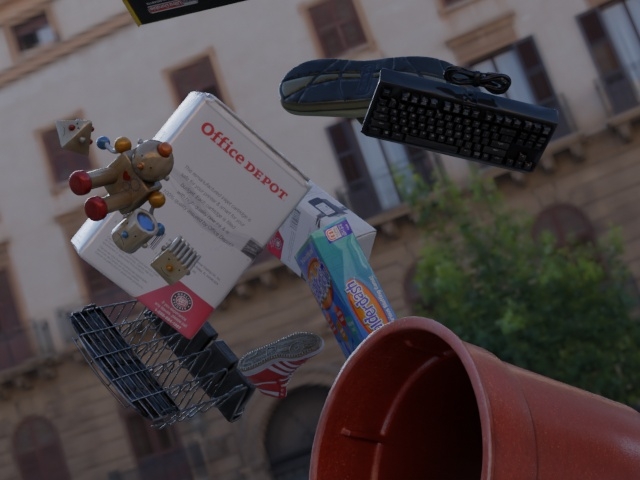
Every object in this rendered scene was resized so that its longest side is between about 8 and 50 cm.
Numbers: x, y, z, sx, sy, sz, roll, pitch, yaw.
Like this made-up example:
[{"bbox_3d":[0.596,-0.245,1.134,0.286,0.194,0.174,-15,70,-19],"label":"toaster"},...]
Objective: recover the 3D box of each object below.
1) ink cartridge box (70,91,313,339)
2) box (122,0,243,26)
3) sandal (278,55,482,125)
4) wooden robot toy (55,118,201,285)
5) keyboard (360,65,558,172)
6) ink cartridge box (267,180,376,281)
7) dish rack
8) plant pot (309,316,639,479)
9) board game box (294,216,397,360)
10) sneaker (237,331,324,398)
[{"bbox_3d":[-0.140,-0.031,1.315,0.218,0.158,0.092,-51,20,-4],"label":"ink cartridge box"},{"bbox_3d":[-0.138,-0.417,1.535,0.322,0.079,0.257,-9,-41,17],"label":"box"},{"bbox_3d":[0.090,-0.195,1.713,0.302,0.120,0.086,8,-39,23],"label":"sandal"},{"bbox_3d":[-0.154,-0.049,1.027,0.079,0.173,0.076,-36,-5,30],"label":"wooden robot toy"},{"bbox_3d":[0.138,-0.121,1.177,0.180,0.023,0.108,12,-50,-8],"label":"keyboard"},{"bbox_3d":[0.000,0.000,1.730,0.063,0.150,0.109,-19,-46,-40],"label":"ink cartridge box"},{"bbox_3d":[-0.217,0.164,1.630,0.074,0.208,0.271,-50,-19,23],"label":"dish rack"},{"bbox_3d":[0.171,0.230,1.152,0.265,0.272,0.272,15,-30,-31],"label":"plant pot"},{"bbox_3d":[0.044,0.088,1.356,0.047,0.210,0.160,-26,-6,-11],"label":"board game box"},{"bbox_3d":[-0.038,0.159,1.538,0.118,0.042,0.067,-19,-54,21],"label":"sneaker"}]
